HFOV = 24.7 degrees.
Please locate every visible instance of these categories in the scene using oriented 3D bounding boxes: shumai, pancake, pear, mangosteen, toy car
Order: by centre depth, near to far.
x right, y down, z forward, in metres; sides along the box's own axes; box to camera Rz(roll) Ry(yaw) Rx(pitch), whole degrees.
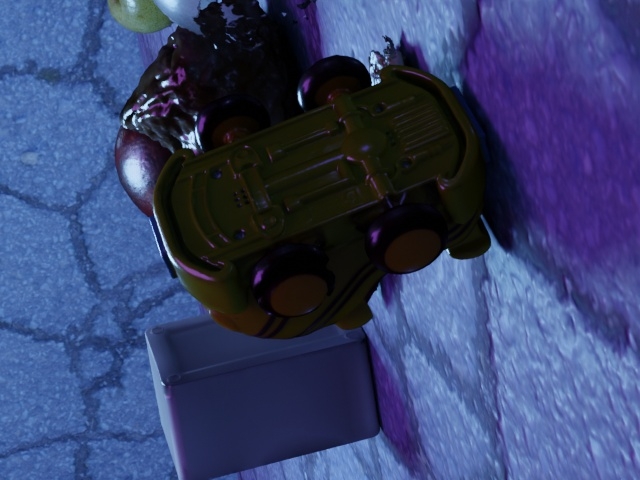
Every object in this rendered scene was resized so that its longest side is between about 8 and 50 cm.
[{"bbox_3d":[0.007,-0.018,1.084,0.142,0.248,0.200,68,-177,-46],"label":"toy car"},{"bbox_3d":[0.066,-0.113,1.238,0.129,0.022,0.116,137,119,-84],"label":"pancake"},{"bbox_3d":[-0.071,-0.128,1.732,0.283,0.217,0.346,42,175,8],"label":"shumai"},{"bbox_3d":[-0.173,-0.130,2.105,0.257,0.215,0.215,-18,85,49],"label":"mangosteen"},{"bbox_3d":[-0.298,-0.437,2.497,0.167,0.136,0.167,164,90,-77],"label":"pear"}]

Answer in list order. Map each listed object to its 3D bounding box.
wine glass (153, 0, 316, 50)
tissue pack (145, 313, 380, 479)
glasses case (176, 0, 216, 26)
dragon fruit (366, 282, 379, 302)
[{"bbox_3d":[-0.070,-0.321,1.242,0.357,0.190,0.190,101,153,-64],"label":"wine glass"},{"bbox_3d":[-0.072,0.166,1.746,0.159,0.246,0.136,-122,21,-62],"label":"tissue pack"},{"bbox_3d":[-0.188,-0.364,2.187,0.164,0.063,0.041,98,159,-63],"label":"glasses case"},{"bbox_3d":[0.000,0.000,1.512,0.162,0.083,0.106,23,-155,-47],"label":"dragon fruit"}]
